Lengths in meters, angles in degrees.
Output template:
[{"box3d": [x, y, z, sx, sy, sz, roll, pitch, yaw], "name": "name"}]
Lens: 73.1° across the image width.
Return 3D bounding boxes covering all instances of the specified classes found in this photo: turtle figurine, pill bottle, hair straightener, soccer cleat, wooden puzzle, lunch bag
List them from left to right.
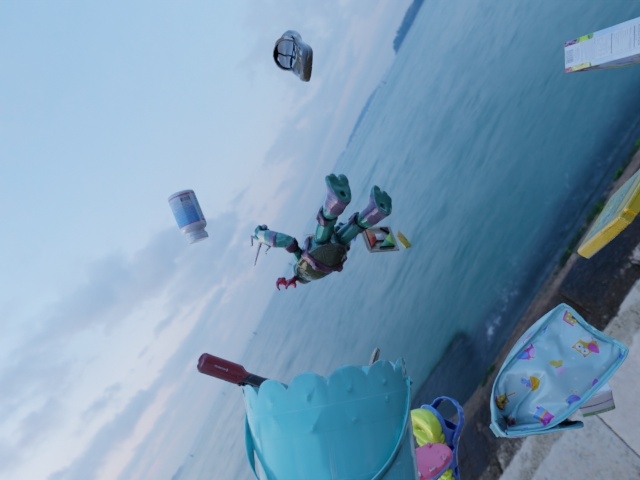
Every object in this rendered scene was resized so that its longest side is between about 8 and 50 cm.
[{"box3d": [-0.412, -0.074, 1.359, 0.087, 0.160, 0.087, -22, -1, -1], "name": "pill bottle"}, {"box3d": [-0.162, 0.303, 0.965, 0.089, 0.230, 0.047, 129, 156, -64], "name": "hair straightener"}, {"box3d": [0.000, 0.000, 0.686, 0.175, 0.118, 0.234, -4, -31, -42], "name": "turtle figurine"}, {"box3d": [0.117, -0.006, 0.856, 0.014, 0.116, 0.079, 102, 151, -46], "name": "wooden puzzle"}, {"box3d": [0.192, 0.539, 0.939, 0.248, 0.095, 0.083, -29, 24, -24], "name": "soccer cleat"}, {"box3d": [0.424, 0.276, 0.825, 0.262, 0.160, 0.223, -49, -28, -4], "name": "lunch bag"}]

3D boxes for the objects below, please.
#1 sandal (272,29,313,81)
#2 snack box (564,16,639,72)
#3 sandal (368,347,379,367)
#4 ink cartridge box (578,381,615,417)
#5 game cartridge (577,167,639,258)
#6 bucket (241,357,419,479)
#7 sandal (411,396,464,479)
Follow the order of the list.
[{"box3d": [-0.068, -0.388, 0.914, 0.219, 0.060, 0.090, -115, 24, -50], "name": "sandal"}, {"box3d": [0.627, -0.388, 0.842, 0.207, 0.174, 0.070, -158, 58, -71], "name": "snack box"}, {"box3d": [0.156, 0.385, 1.198, 0.072, 0.049, 0.180, -50, -36, -86], "name": "sandal"}, {"box3d": [0.688, 0.356, 1.138, 0.092, 0.219, 0.160, -25, 50, 21], "name": "ink cartridge box"}, {"box3d": [0.982, -0.113, 1.406, 0.285, 0.052, 0.324, -51, -22, -13], "name": "game cartridge"}, {"box3d": [0.018, 0.301, 0.683, 0.281, 0.281, 0.183, 123, 139, -65], "name": "bucket"}, {"box3d": [0.325, 0.531, 1.130, 0.138, 0.126, 0.317, -32, -55, -27], "name": "sandal"}]
